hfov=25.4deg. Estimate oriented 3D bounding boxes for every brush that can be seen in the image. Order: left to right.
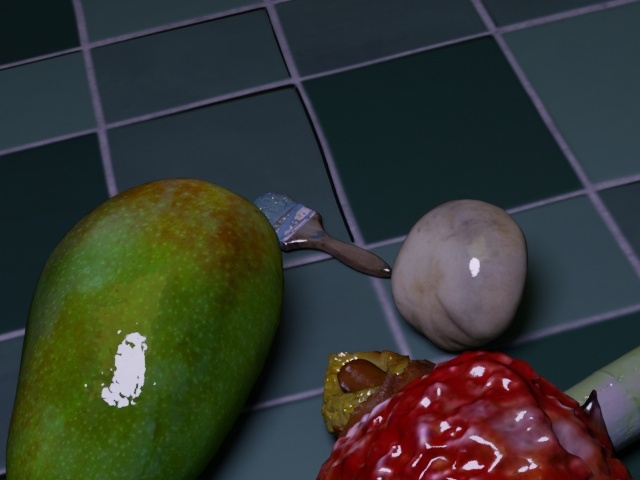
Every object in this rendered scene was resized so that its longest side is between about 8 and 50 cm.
[{"bbox_3d":[0.000,0.000,1.510,0.196,0.021,0.070,26,52,30],"label":"brush"}]

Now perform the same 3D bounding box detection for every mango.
[{"bbox_3d":[-0.170,0.102,1.302,0.225,0.201,0.382,24,59,3],"label":"mango"}]

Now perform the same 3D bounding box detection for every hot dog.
[{"bbox_3d":[0.085,0.163,1.260,0.123,0.093,0.261,-37,49,-26],"label":"hot dog"}]

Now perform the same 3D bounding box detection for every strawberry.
[{"bbox_3d":[0.111,0.247,1.033,0.292,0.291,0.310,25,48,32],"label":"strawberry"}]

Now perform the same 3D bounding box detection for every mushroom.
[{"bbox_3d":[0.142,0.037,1.371,0.154,0.122,0.154,-29,49,41],"label":"mushroom"}]

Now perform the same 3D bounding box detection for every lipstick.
[{"bbox_3d":[0.333,0.112,1.288,0.304,0.076,0.076,-28,45,-18],"label":"lipstick"}]
